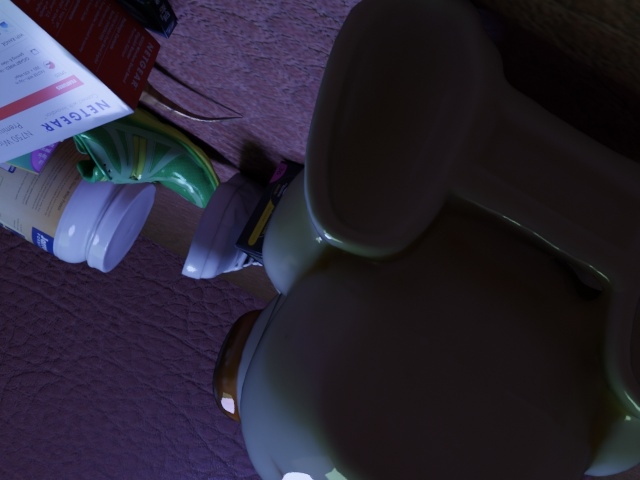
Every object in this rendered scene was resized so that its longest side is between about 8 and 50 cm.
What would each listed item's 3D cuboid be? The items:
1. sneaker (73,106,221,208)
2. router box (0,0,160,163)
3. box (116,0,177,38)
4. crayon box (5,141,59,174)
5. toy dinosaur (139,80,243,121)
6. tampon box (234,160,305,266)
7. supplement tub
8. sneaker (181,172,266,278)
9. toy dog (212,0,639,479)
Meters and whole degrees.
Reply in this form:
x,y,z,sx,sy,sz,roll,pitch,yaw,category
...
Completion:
x,y,z,sx,sy,sz,roll,pitch,yaw,category
-0.263,-0.120,1.229,0.296,0.123,0.109,34,170,-29,sneaker
-0.363,-0.187,0.780,0.336,0.082,0.301,-12,140,34,router box
-0.169,-0.211,0.785,0.083,0.018,0.067,27,170,10,box
-0.614,-0.248,1.431,0.313,0.106,0.363,32,180,8,crayon box
-0.202,-0.167,0.987,0.211,0.064,0.112,34,168,-33,toy dinosaur
0.000,0.000,1.109,0.101,0.120,0.161,20,167,39,tampon box
-0.497,-0.097,1.730,0.316,0.228,0.228,28,171,3,supplement tub
-0.068,-0.002,1.188,0.169,0.108,0.292,25,-160,0,sneaker
0.067,0.095,0.653,0.285,0.395,0.408,21,163,-6,toy dog
